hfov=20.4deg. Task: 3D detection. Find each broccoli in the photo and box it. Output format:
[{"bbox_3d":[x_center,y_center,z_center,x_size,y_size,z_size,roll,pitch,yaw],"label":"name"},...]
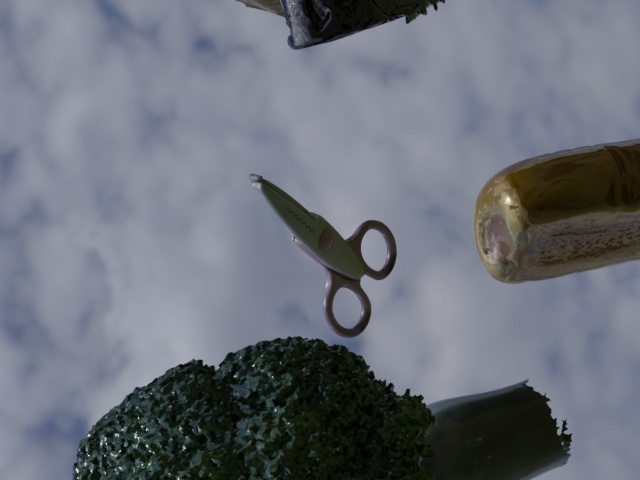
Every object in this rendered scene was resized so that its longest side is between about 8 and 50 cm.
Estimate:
[{"bbox_3d":[-0.031,0.185,1.028,0.261,0.269,0.241,47,-173,37],"label":"broccoli"}]

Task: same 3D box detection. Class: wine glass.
[{"bbox_3d":[0.094,0.183,1.475,0.222,0.103,0.103,-18,-96,-23],"label":"wine glass"}]

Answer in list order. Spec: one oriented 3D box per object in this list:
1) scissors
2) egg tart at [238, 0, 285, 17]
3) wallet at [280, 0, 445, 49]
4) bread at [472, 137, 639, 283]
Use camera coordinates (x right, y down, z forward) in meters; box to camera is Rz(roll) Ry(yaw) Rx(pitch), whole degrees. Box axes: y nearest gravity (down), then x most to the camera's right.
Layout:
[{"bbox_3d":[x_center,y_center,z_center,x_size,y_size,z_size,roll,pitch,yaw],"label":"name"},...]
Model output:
[{"bbox_3d":[0.000,0.000,1.198,0.176,0.022,0.085,44,-112,-50],"label":"scissors"},{"bbox_3d":[0.019,-0.312,1.518,0.351,0.339,0.153,8,-132,-40],"label":"egg tart"},{"bbox_3d":[0.029,-0.253,1.176,0.262,0.071,0.221,-29,-75,-55],"label":"wallet"},{"bbox_3d":[0.285,-0.040,1.590,0.305,0.142,0.091,-9,-116,-16],"label":"bread"}]
